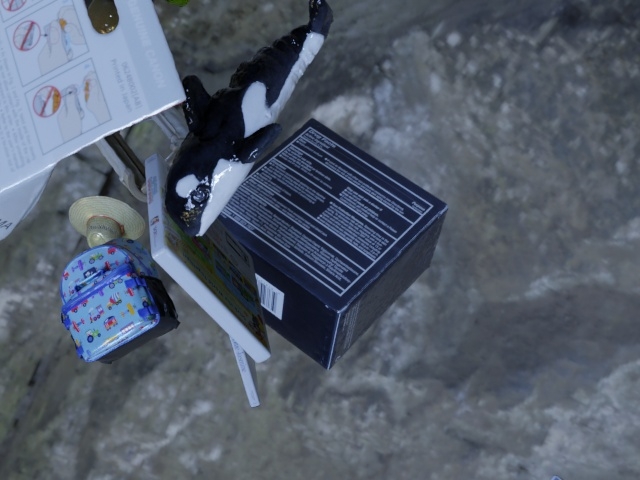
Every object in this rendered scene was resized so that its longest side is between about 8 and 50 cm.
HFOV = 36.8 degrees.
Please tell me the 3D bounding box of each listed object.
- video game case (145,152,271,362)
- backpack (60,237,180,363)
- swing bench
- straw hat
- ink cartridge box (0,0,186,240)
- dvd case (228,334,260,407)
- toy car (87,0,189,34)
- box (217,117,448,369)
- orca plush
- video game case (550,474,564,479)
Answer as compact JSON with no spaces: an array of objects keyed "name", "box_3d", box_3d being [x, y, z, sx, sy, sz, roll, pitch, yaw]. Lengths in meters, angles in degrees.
[{"name":"video game case","box_3d":[-0.145,0.022,1.234,0.026,0.227,0.206,-30,38,11]},{"name":"backpack","box_3d":[-0.315,0.080,1.443,0.158,0.117,0.173,-28,75,10]},{"name":"swing bench","box_3d":[-0.365,-0.233,2.111,0.254,0.165,0.253,-32,61,-14]},{"name":"straw hat","box_3d":[-0.383,-0.012,1.704,0.144,0.144,0.061,-37,40,41]},{"name":"ink cartridge box","box_3d":[-0.324,-0.166,0.929,0.385,0.091,0.308,-25,72,11]},{"name":"dvd case","box_3d":[-0.162,0.174,1.874,0.022,0.253,0.180,-14,26,-1]},{"name":"toy car","box_3d":[-0.294,-0.332,1.391,0.188,0.155,0.149,-65,34,25]},{"name":"box","box_3d":[0.000,0.000,1.589,0.294,0.296,0.183,-42,-23,-31]},{"name":"orca plush","box_3d":[-0.093,-0.149,1.016,0.287,0.102,0.151,-54,19,3]},{"name":"video game case","box_3d":[0.302,0.428,1.201,0.201,0.023,0.183,-53,48,2]}]
